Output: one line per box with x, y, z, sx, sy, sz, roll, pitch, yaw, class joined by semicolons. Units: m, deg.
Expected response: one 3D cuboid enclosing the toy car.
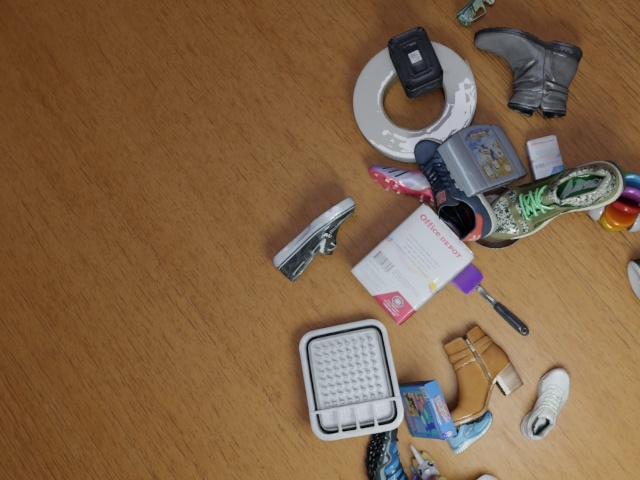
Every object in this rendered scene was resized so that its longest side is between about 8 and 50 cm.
0.878;-0.117;1.736;0.159;0.136;0.182;19;88;12;toy car

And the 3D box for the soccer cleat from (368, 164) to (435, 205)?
0.273;-0.192;1.893;0.247;0.083;0.095;24;74;11;soccer cleat

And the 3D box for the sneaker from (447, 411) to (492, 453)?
0.444;0.562;1.792;0.162;0.063;0.073;-42;76;4;sneaker

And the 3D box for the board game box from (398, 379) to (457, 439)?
0.302;0.493;1.754;0.047;0.210;0.160;-16;81;-22;board game box

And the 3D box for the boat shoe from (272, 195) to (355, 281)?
0.000;0.000;1.914;0.335;0.121;0.119;-42;87;15;boat shoe

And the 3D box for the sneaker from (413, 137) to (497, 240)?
0.369;-0.149;1.752;0.350;0.148;0.131;55;138;13;sneaker

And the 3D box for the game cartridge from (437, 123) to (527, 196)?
0.478;-0.246;1.768;0.062;0.297;0.198;-32;80;50;game cartridge

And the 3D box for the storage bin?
0.292;-0.544;1.842;0.122;0.084;0.180;-22;82;8;storage bin

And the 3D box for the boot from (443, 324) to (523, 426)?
0.429;0.403;1.774;0.283;0.109;0.220;-34;74;-4;boot

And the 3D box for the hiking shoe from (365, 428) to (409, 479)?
0.210;0.704;1.818;0.132;0.113;0.304;12;79;-19;hiking shoe

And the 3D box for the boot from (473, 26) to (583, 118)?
0.609;-0.511;1.841;0.338;0.118;0.223;19;94;16;boot

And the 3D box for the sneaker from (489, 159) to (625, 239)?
0.638;-0.124;1.699;0.410;0.182;0.158;-25;75;25;sneaker

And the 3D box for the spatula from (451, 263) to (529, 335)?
0.518;0.180;1.829;0.296;0.030;0.084;43;93;12;spatula

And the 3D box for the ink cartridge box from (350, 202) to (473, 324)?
0.281;0.076;1.832;0.306;0.131;0.226;-41;76;4;ink cartridge box

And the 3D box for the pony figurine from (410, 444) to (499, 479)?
0.390;0.758;1.674;0.302;0.363;0.351;-39;95;-2;pony figurine

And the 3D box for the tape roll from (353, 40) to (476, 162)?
0.299;-0.442;1.910;0.391;0.072;0.393;-1;84;10;tape roll

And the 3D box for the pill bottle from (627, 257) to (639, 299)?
1.016;0.084;1.695;0.245;0.130;0.131;-17;82;8;pill bottle

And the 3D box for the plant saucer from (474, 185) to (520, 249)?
0.537;-0.070;1.847;0.198;0.036;0.199;-1;85;10;plant saucer

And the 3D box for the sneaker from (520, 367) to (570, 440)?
0.661;0.481;1.731;0.090;0.115;0.232;23;89;12;sneaker

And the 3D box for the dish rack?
0.095;0.426;1.850;0.285;0.072;0.333;-13;75;10;dish rack

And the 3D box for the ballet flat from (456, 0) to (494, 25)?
0.514;-0.759;1.911;0.188;0.070;0.070;-45;79;6;ballet flat

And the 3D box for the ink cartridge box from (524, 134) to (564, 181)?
0.681;-0.249;1.829;0.088;0.052;0.123;-12;84;9;ink cartridge box
